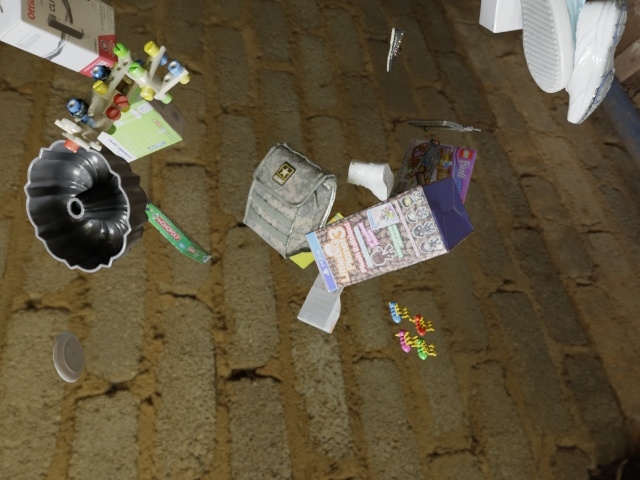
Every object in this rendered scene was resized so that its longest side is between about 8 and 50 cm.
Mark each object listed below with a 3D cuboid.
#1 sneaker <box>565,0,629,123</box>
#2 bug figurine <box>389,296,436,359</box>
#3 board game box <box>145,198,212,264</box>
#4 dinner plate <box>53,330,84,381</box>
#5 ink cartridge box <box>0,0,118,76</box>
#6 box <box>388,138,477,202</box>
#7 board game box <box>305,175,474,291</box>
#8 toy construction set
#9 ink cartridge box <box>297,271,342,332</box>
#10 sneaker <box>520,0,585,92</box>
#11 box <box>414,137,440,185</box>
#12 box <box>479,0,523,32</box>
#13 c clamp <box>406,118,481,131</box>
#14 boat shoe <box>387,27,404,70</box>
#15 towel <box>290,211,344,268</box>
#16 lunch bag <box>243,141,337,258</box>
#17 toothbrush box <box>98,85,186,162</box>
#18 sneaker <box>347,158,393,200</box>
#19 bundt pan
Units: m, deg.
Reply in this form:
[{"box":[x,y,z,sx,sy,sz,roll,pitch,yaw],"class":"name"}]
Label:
[{"box":[0.655,-0.440,1.142,0.129,0.111,0.298,25,132,38],"class":"sneaker"},{"box":[0.359,0.351,1.817,0.072,0.279,0.217,-30,48,29],"class":"bug figurine"},{"box":[-0.477,-0.024,1.519,0.213,0.046,0.317,44,172,4],"class":"board game box"},{"box":[-0.685,0.317,1.268,0.141,0.017,0.141,164,90,-90],"class":"dinner plate"},{"box":[-0.721,-0.605,1.277,0.114,0.272,0.197,-15,78,31],"class":"ink cartridge box"},{"box":[0.321,-0.163,1.328,0.057,0.200,0.294,81,-152,-53],"class":"box"},{"box":[0.159,-0.018,1.034,0.290,0.232,0.141,-22,89,33],"class":"board game box"},{"box":[-0.483,-0.329,1.091,0.214,0.328,0.151,28,159,27],"class":"toy construction set"},{"box":[0.015,0.203,1.536,0.145,0.045,0.180,13,70,48],"class":"ink cartridge box"},{"box":[0.542,-0.526,1.024,0.135,0.149,0.367,-131,29,-80],"class":"sneaker"},{"box":[0.280,-0.195,1.194,0.094,0.027,0.137,-63,-18,-1],"class":"box"},{"box":[0.483,-0.617,1.215,0.101,0.087,0.102,-102,2,-51],"class":"box"},{"box":[0.306,-0.289,1.170,0.160,0.137,0.022,14,100,37],"class":"c clamp"},{"box":[0.235,-0.600,1.455,0.049,0.041,0.133,-81,-1,-52],"class":"boat shoe"},{"box":[0.000,0.000,1.639,0.021,0.237,0.102,51,-175,39],"class":"towel"},{"box":[-0.093,-0.129,1.395,0.235,0.168,0.287,38,123,33],"class":"lunch bag"},{"box":[-0.678,-0.434,1.706,0.206,0.282,0.122,49,-149,-48],"class":"toothbrush box"},{"box":[0.197,-0.246,1.844,0.292,0.169,0.108,51,-126,-67],"class":"sneaker"},{"box":[-0.581,-0.092,1.179,0.124,0.330,0.332,-36,-47,-68],"class":"bundt pan"}]
